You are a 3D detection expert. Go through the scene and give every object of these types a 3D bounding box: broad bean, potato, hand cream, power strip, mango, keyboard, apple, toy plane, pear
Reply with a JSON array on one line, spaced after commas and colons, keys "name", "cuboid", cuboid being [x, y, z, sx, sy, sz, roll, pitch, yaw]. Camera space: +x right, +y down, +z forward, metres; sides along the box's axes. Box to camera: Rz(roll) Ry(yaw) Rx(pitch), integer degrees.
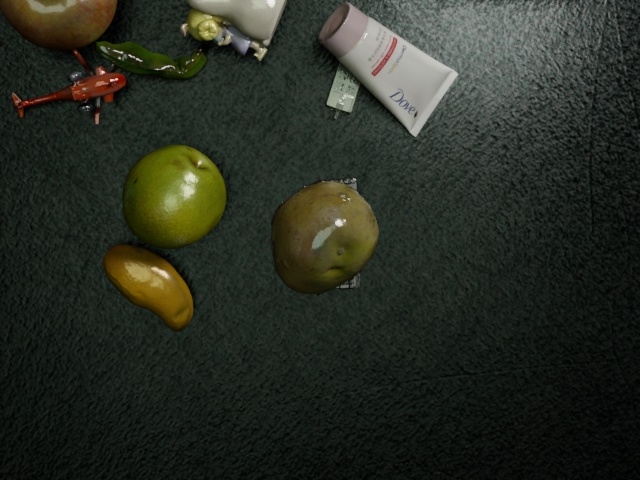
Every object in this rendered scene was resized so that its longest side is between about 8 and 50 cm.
[{"name": "broad bean", "cuboid": [-0.279, -0.301, 1.507, 0.195, 0.046, 0.061, -5, 102, -25]}, {"name": "potato", "cuboid": [0.000, 0.000, 1.518, 0.202, 0.117, 0.182, -36, 94, 6]}, {"name": "hand cream", "cuboid": [0.111, -0.292, 1.522, 0.247, 0.083, 0.133, 31, 95, -25]}, {"name": "power strip", "cuboid": [0.046, -0.275, 1.556, 0.050, 0.019, 0.136, 19, 93, -7]}, {"name": "mango", "cuboid": [-0.289, 0.075, 1.534, 0.190, 0.075, 0.098, 42, 106, -9]}, {"name": "keyboard", "cuboid": [0.039, -0.011, 1.577, 0.060, 0.018, 0.196, -4, 94, 0]}, {"name": "apple", "cuboid": [-0.419, -0.397, 1.438, 0.188, 0.174, 0.188, 0, 89, -6]}, {"name": "toy plane", "cuboid": [-0.422, -0.255, 1.501, 0.194, 0.077, 0.126, 5, 107, -4]}, {"name": "pear", "cuboid": [-0.256, -0.057, 1.484, 0.166, 0.180, 0.216, 42, 117, -14]}]

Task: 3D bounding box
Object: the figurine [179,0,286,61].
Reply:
[{"name": "figurine", "cuboid": [-0.178, -0.409, 1.483, 0.235, 0.127, 0.155, 23, 117, -4]}]
